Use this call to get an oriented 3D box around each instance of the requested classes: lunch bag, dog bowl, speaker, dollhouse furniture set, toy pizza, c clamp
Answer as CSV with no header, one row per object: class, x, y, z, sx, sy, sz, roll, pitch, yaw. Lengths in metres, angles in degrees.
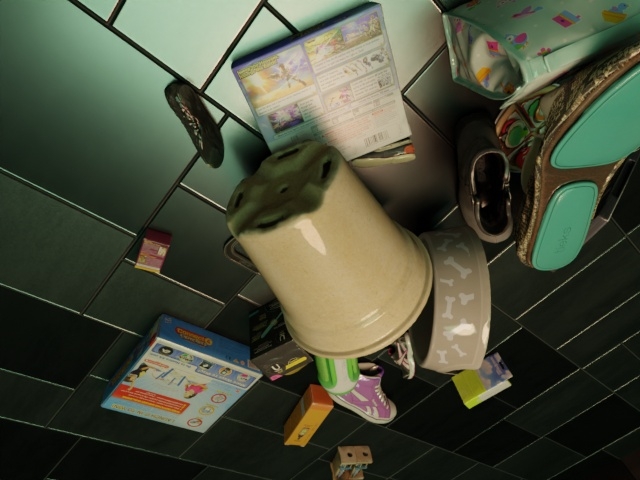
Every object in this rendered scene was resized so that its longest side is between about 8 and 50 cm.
lunch bag,0.358,-0.330,0.661,0.224,0.262,0.160,-23,126,3
dog bowl,0.275,0.135,0.932,0.103,0.348,0.348,3,125,3
speaker,0.039,0.292,1.111,0.131,0.131,0.296,-11,126,-4
dollhouse furniture set,0.128,0.886,1.508,0.129,0.183,0.129,6,123,-16
toy pizza,0.470,-0.238,0.889,0.202,0.032,0.201,-5,125,-8
c clamp,-0.137,0.023,0.956,0.161,0.022,0.137,28,120,-29

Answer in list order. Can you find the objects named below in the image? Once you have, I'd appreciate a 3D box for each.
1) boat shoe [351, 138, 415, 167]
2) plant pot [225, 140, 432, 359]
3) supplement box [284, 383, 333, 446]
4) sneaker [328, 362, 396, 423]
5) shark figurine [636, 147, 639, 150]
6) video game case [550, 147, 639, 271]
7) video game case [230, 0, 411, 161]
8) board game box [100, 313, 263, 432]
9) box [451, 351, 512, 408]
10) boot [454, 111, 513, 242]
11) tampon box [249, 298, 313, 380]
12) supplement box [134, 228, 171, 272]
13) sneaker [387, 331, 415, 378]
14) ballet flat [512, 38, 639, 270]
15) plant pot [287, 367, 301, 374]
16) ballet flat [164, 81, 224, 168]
boat shoe,0.130,-0.183,0.852,0.137,0.049,0.043,-9,83,-3
plant pot,0.000,0.000,0.758,0.334,0.333,0.305,-29,130,9
supplement box,-0.044,0.572,1.321,0.078,0.080,0.233,17,118,-21
sneaker,0.175,0.480,1.289,0.282,0.102,0.161,32,110,-29
shark figurine,0.639,-0.245,0.862,0.166,0.116,0.278,26,111,-43
video game case,0.602,-0.072,0.895,0.274,0.026,0.196,-46,160,-28
video game case,0.011,-0.262,0.759,0.270,0.061,0.244,-22,128,4
board game box,-0.371,0.375,1.110,0.308,0.086,0.302,31,113,-28
box,0.536,0.459,1.341,0.178,0.109,0.042,-36,120,14
boot,0.345,-0.075,0.848,0.118,0.222,0.338,-16,125,23
tampon box,-0.103,0.242,1.026,0.121,0.161,0.101,-28,125,9
supplement box,-0.367,0.023,0.892,0.055,0.043,0.083,19,119,-23
sneaker,0.244,0.347,1.239,0.077,0.072,0.178,-4,118,6
ballet flat,0.426,-0.148,0.699,0.164,0.181,0.482,-7,140,0
plant pot,-0.083,0.329,1.145,0.082,0.081,0.083,-40,133,16
ballet flat,-0.230,-0.213,0.763,0.057,0.049,0.173,-49,135,-33
